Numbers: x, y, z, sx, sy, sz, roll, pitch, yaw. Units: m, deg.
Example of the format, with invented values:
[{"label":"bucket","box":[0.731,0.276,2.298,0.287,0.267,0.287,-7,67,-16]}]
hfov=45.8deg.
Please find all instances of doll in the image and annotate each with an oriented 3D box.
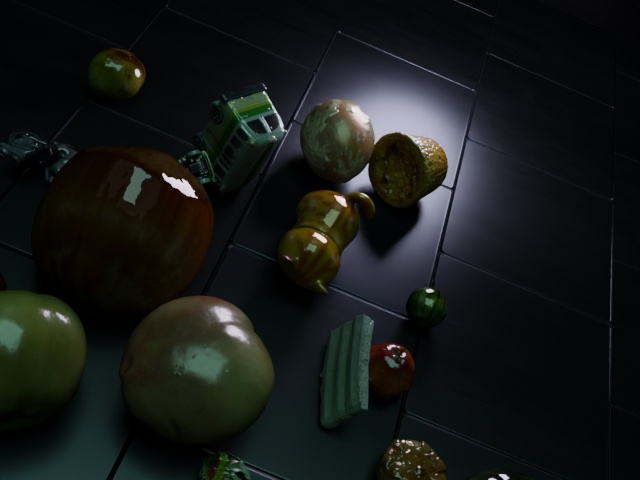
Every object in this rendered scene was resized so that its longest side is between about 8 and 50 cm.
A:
[{"label":"doll","box":[-0.004,-0.001,1.791,0.166,0.162,0.270,35,57,-11]}]

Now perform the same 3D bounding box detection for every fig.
[{"label":"fig","box":[-0.529,-0.435,1.968,0.153,0.121,0.136,-16,55,-30]}]

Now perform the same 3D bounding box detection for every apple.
[{"label":"apple","box":[-0.552,0.209,1.346,0.262,0.262,0.262,11,49,-13]}]

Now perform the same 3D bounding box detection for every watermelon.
[{"label":"watermelon","box":[0.253,0.156,1.799,0.109,0.109,0.109,11,49,-13]}]

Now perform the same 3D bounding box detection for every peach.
[{"label":"peach","box":[-0.234,0.243,1.435,0.292,0.247,0.292,28,42,-29]}]

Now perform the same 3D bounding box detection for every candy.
[{"label":"candy","box":[-0.086,0.486,1.424,0.305,0.083,0.091,27,30,-9]}]

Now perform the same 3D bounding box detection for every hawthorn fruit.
[{"label":"hawthorn fruit","box":[0.148,0.273,1.645,0.125,0.140,0.125,14,12,-3]}]

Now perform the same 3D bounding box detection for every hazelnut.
[{"label":"hazelnut","box":[-0.406,-0.028,1.564,0.366,0.366,0.366,11,49,-13]}]

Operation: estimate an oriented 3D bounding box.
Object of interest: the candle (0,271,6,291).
[{"label":"candle","box":[-0.730,0.001,1.575,0.084,0.059,0.302,-6,56,-40]}]

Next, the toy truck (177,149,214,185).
[{"label":"toy truck","box":[-0.350,-0.144,1.798,0.191,0.116,0.085,-21,90,-9]}]

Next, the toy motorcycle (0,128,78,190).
[{"label":"toy motorcycle","box":[-0.608,-0.152,1.719,0.270,0.106,0.159,31,42,0]}]

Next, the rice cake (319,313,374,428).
[{"label":"rice cake","box":[0.054,0.277,1.612,0.043,0.127,0.237,36,40,-28]}]

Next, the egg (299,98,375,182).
[{"label":"egg","box":[0.046,-0.262,1.993,0.203,0.203,0.245,7,51,-16]}]

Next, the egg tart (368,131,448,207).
[{"label":"egg tart","box":[0.241,-0.195,2.036,0.147,0.202,0.202,-16,58,-47]}]

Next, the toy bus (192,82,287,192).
[{"label":"toy bus","box":[-0.203,-0.233,1.829,0.133,0.276,0.165,-25,76,-36]}]

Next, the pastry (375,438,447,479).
[{"label":"pastry","box":[0.184,0.471,1.522,0.153,0.081,0.153,11,39,-9]}]

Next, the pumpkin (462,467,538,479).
[{"label":"pumpkin","box":[0.360,0.574,1.416,0.300,0.207,0.300,10,49,-12]}]
